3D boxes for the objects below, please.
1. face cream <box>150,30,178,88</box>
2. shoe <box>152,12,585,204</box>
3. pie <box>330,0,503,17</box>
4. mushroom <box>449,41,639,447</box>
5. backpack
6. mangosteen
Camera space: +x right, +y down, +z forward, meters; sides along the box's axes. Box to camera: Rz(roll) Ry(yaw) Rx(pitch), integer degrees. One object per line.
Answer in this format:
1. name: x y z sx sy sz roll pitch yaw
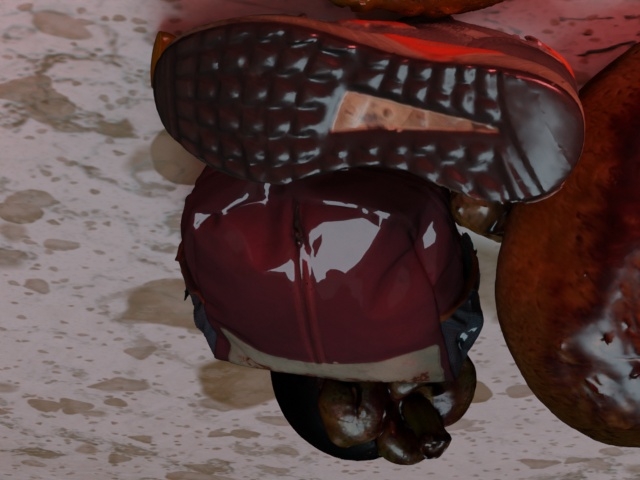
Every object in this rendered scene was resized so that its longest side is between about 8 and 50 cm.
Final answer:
1. face cream: -0.048 -0.136 1.262 0.182 0.051 0.072 6 152 -13
2. shoe: 0.046 -0.126 1.186 0.336 0.171 0.132 8 119 16
3. pie: 0.070 -0.230 1.045 0.273 0.069 0.273 -4 156 -2
4. mushroom: 0.297 0.010 1.248 0.345 0.239 0.345 -1 130 -2
5. backpack: 0.000 0.000 1.385 0.283 0.197 0.317 -2 150 8
6. mangosteen: 0.064 0.145 1.621 0.211 0.211 0.250 25 -171 -41
